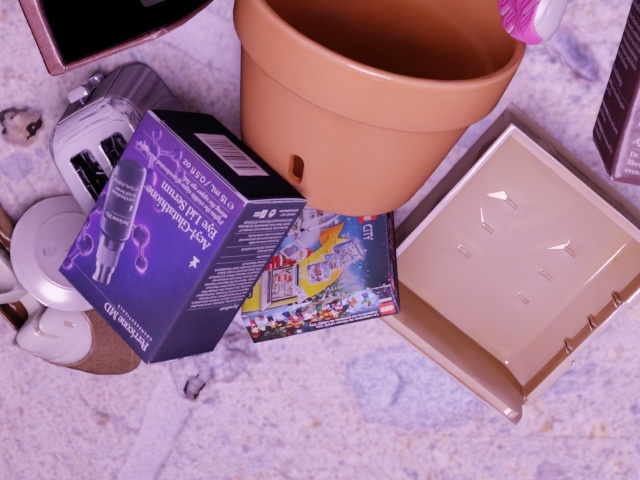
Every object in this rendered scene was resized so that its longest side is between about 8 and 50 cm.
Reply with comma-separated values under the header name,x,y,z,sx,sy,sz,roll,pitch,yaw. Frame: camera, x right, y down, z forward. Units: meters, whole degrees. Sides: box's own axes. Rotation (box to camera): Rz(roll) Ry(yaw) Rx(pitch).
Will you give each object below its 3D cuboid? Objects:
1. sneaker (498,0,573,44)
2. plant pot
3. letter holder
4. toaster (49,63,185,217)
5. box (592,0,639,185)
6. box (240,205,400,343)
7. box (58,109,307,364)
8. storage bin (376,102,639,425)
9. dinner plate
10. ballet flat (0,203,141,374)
name,x,y,z,sx,sy,sz,roll,pitch,yaw
sneaker,0.263,-0.291,1.172,0.111,0.103,0.252,31,72,-15
plant pot,0.038,-0.164,1.216,0.291,0.291,0.203,19,129,-1
letter holder,-0.152,-0.292,1.157,0.214,0.302,0.152,-16,108,12
toaster,-0.204,-0.079,1.327,0.129,0.146,0.227,-25,106,15
box,0.394,-0.159,1.218,0.168,0.167,0.203,13,111,2
box,0.000,0.000,1.288,0.159,0.233,0.044,-12,130,11
box,-0.139,-0.003,1.180,0.153,0.108,0.207,41,112,24
storage bin,0.221,0.032,1.334,0.260,0.123,0.262,39,109,-8
dinner plate,-0.290,0.013,1.388,0.141,0.141,0.017,39,152,-8
ballet flat,-0.356,0.057,1.407,0.116,0.124,0.342,-37,103,19
